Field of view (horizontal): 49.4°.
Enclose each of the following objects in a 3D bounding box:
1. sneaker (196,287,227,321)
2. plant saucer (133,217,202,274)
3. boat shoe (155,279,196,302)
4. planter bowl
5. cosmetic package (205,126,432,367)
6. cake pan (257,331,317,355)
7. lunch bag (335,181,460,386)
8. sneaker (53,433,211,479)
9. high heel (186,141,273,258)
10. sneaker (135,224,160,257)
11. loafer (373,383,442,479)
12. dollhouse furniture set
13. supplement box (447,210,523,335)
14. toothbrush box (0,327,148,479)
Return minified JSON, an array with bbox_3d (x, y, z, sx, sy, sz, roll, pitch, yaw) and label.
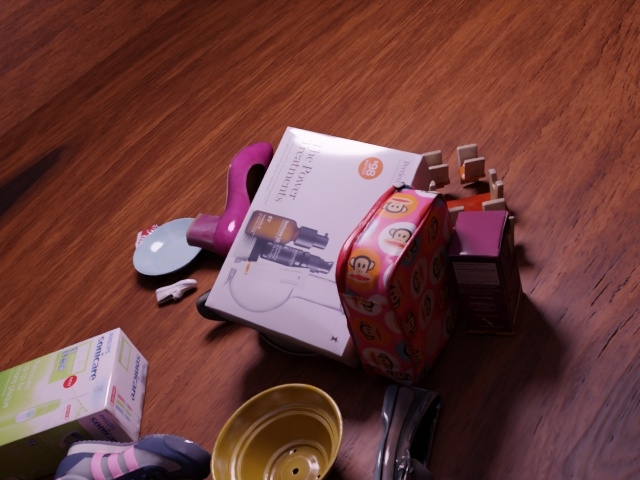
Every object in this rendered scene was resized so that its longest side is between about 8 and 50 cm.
[{"bbox_3d":[-0.152,0.084,1.447,0.227,0.087,0.130,-26,34,-3],"label":"sneaker"},{"bbox_3d":[-0.355,0.024,1.676,0.194,0.037,0.195,-13,39,11],"label":"plant saucer"},{"bbox_3d":[-0.322,0.117,1.560,0.100,0.035,0.035,-17,64,7],"label":"boat shoe"},{"bbox_3d":[-0.053,0.336,1.071,0.217,0.090,0.217,-17,37,13],"label":"planter bowl"},{"bbox_3d":[0.000,0.000,1.245,0.284,0.097,0.377,16,74,24],"label":"cosmetic package"},{"bbox_3d":[-0.020,0.067,1.308,0.293,0.054,0.293,-8,65,18],"label":"cake pan"},{"bbox_3d":[0.146,0.062,1.110,0.120,0.293,0.258,14,49,32],"label":"lunch bag"},{"bbox_3d":[-0.317,0.402,1.142,0.319,0.112,0.131,-16,32,29],"label":"sneaker"},{"bbox_3d":[-0.153,-0.098,1.665,0.181,0.127,0.377,11,53,23],"label":"high heel"},{"bbox_3d":[-0.427,0.001,1.753,0.067,0.042,0.118,-28,34,5],"label":"sneaker"},{"bbox_3d":[0.126,0.314,0.989,0.084,0.096,0.268,-7,39,17],"label":"loafer"},{"bbox_3d":[0.234,-0.047,1.361,0.259,0.135,0.262,-11,38,3],"label":"dollhouse furniture set"},{"bbox_3d":[0.270,0.055,1.126,0.080,0.188,0.104,0,44,26],"label":"supplement box"},{"bbox_3d":[-0.492,0.320,1.340,0.283,0.122,0.206,-19,37,9],"label":"toothbrush box"}]
